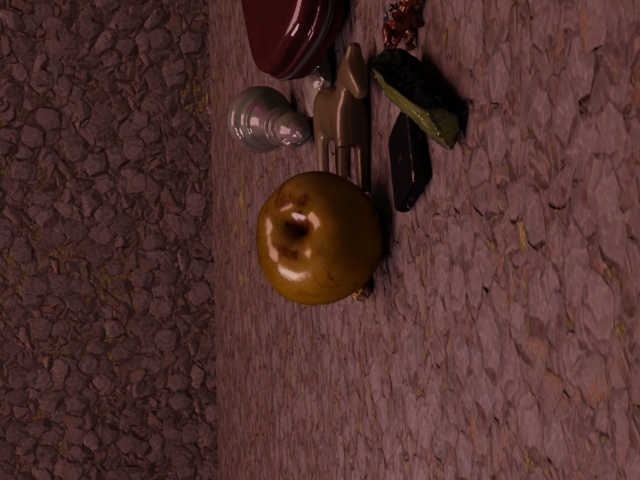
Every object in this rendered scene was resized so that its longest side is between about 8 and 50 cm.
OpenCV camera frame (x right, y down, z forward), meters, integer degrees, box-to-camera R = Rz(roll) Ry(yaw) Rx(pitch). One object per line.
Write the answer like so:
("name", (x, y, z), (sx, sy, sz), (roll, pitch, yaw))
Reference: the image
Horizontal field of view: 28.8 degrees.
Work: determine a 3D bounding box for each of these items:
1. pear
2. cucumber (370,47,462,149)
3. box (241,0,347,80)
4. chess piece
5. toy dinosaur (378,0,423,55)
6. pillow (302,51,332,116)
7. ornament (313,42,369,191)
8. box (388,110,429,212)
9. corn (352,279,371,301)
("pear", (0.000, 0.000, 1.933), (0.209, 0.209, 0.208), (177, 90, -78))
("cucumber", (0.134, -0.188, 1.595), (0.078, 0.062, 0.211), (55, 179, -30))
("box", (-0.056, -0.477, 2.180), (0.263, 0.108, 0.404), (-49, 43, 50))
("chess piece", (-0.084, -0.228, 2.484), (0.272, 0.139, 0.139), (-151, 58, -64))
("toy dinosaur", (0.106, -0.291, 1.697), (0.154, 0.049, 0.055), (114, 148, -55))
("pillow", (-0.015, -0.348, 2.255), (0.128, 0.051, 0.229), (121, 146, -63))
("ornament", (0.039, -0.199, 2.010), (0.230, 0.061, 0.244), (-142, 46, -72))
("box", (0.122, -0.115, 1.735), (0.126, 0.027, 0.125), (114, 153, -68))
("corn", (0.061, 0.063, 2.033), (0.092, 0.037, 0.037), (-110, 20, -51))
